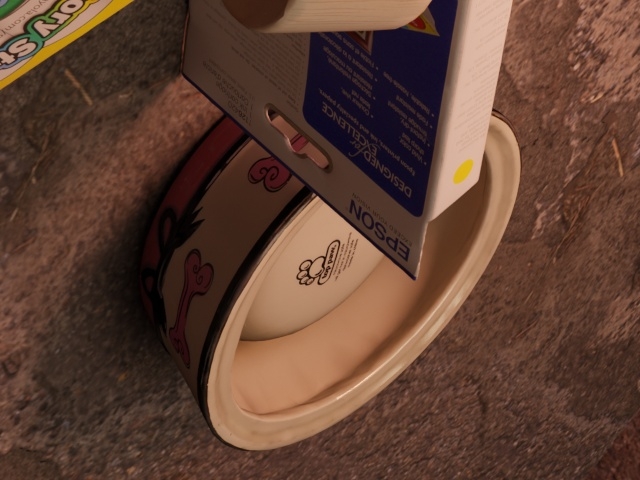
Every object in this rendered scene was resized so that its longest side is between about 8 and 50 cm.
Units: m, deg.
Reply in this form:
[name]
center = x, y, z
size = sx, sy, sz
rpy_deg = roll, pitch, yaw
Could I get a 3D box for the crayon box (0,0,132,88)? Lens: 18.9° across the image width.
[crayon box]
center = -0.307, -0.157, 1.132
size = 0.363, 0.106, 0.313
rpy_deg = -31, 157, 15

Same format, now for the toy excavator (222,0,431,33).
[toy excavator]
center = -0.034, -0.381, 0.949
size = 0.222, 0.445, 0.433
rpy_deg = -4, 131, -25

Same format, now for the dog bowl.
[dog bowl]
center = 0.000, 0.000, 1.850
size = 0.408, 0.150, 0.408
rpy_deg = -35, 150, -24

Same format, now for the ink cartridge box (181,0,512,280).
[ink cartridge box]
center = 0.012, -0.170, 1.486
size = 0.072, 0.303, 0.307
rpy_deg = -32, 149, -28
